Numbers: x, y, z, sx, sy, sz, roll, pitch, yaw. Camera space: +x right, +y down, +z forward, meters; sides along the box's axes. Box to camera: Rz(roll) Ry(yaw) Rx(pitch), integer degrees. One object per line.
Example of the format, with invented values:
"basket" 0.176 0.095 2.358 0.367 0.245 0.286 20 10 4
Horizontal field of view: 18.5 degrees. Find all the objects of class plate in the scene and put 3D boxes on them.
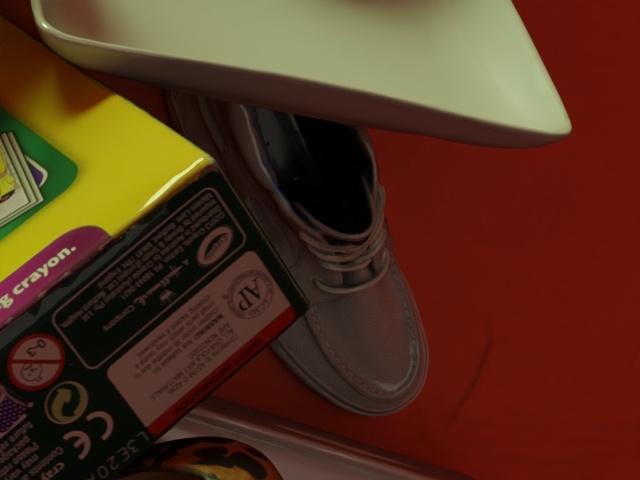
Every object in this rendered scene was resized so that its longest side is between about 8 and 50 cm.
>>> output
"plate" -0.031 -0.142 1.035 0.277 0.278 0.045 9 126 -21

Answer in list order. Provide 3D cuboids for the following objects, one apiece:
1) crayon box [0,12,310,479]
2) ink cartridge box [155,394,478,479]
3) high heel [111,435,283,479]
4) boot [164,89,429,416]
"crayon box" -0.234 0.060 0.928 0.363 0.313 0.106 -40 124 -11
"ink cartridge box" -0.057 0.290 1.108 0.279 0.160 0.385 19 90 -20
"high heel" -0.143 0.136 0.893 0.261 0.186 0.093 -6 73 -4
"boot" 0.000 0.000 1.114 0.095 0.123 0.258 -35 107 -13
